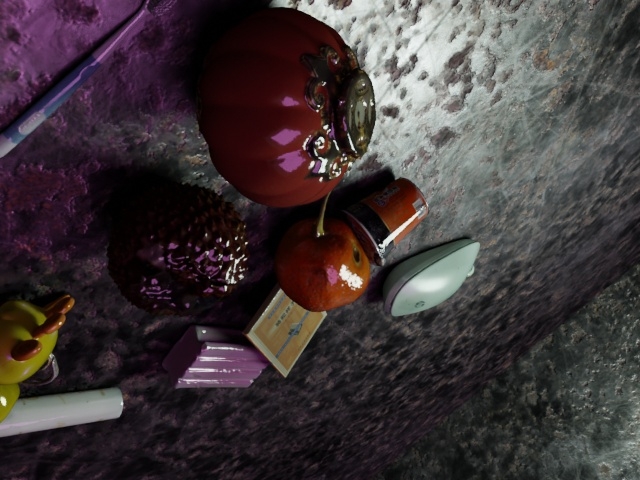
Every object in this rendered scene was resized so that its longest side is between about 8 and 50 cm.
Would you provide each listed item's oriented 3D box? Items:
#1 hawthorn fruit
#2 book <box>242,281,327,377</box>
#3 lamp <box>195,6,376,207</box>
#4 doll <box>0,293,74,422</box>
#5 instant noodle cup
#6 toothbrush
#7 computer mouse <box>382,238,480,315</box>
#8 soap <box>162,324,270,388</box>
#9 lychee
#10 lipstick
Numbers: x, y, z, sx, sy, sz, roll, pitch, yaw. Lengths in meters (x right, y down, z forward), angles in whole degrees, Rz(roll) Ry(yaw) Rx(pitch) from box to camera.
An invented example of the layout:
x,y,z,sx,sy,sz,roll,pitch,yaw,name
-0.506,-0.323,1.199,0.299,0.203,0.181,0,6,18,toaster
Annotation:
x,y,z,sx,sy,sz,roll,pitch,yaw,name
0.000,0.000,0.886,0.165,0.165,0.285,-24,142,-16,hawthorn fruit
-0.061,0.163,1.077,0.170,0.018,0.241,-55,151,-20,book
-0.046,-0.151,0.632,0.227,0.227,0.226,-23,143,-18,lamp
-0.423,0.160,0.738,0.221,0.143,0.135,-40,111,7,doll
0.117,-0.042,0.973,0.136,0.127,0.127,-37,146,-13,instant noodle cup
-0.252,-0.178,0.573,0.276,0.025,0.019,-40,146,6,toothbrush
0.273,0.096,1.276,0.289,0.097,0.159,-16,138,-25,computer mouse
-0.194,0.232,1.064,0.122,0.065,0.203,-50,143,16,soap
-0.187,0.007,0.715,0.188,0.188,0.188,-23,143,-18,lychee
-0.470,0.291,0.909,0.264,0.059,0.059,6,128,-43,lipstick
